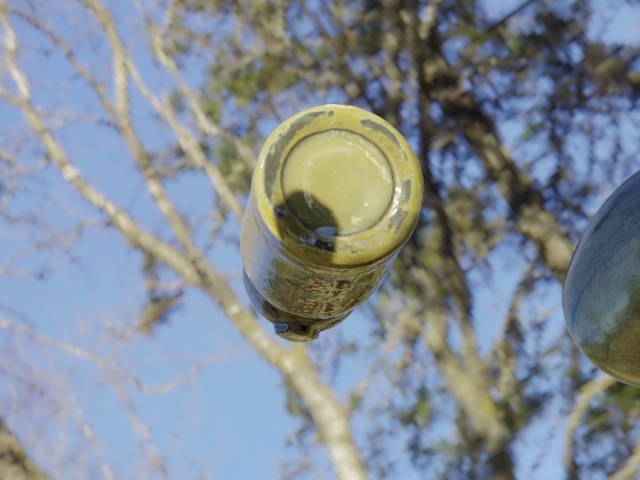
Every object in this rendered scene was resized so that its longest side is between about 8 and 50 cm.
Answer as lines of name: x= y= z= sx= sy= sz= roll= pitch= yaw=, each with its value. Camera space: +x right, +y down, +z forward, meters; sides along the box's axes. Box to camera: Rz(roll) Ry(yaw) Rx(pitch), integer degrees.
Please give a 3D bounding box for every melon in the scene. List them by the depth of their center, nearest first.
melon: x=0.157 y=0.009 z=0.702 sx=0.130 sy=0.098 sz=0.098 roll=-30 pitch=-27 yaw=11

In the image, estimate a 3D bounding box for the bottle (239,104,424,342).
bottle: x=0.000 y=0.000 z=1.914 sx=0.171 sy=0.172 sz=0.351 roll=-23 pitch=-15 yaw=-14
